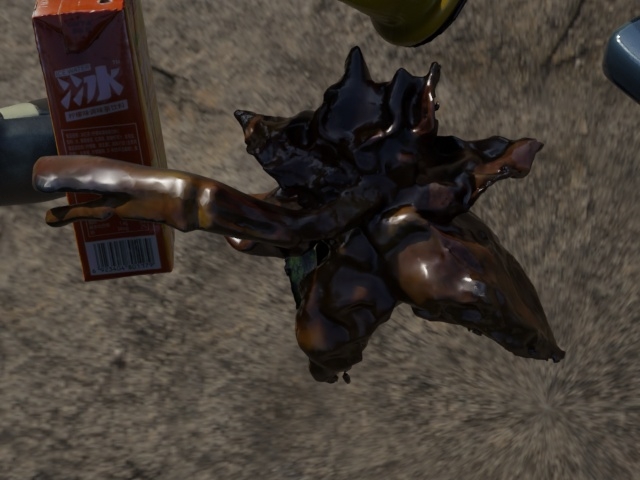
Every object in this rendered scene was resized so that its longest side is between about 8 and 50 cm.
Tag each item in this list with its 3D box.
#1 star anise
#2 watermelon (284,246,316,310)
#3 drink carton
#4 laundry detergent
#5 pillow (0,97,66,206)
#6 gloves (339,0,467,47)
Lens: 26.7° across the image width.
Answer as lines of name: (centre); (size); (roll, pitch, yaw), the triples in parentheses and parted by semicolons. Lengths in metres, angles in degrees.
star anise: (-0.004, -0.007, 0.830); (0.346, 0.148, 0.237); (15, 122, -21)
watermelon: (0.010, 0.060, 1.576); (0.063, 0.245, 0.119); (-17, 61, 11)
drink carton: (-0.157, -0.087, 0.999); (0.071, 0.096, 0.223); (-6, 124, 0)
laundry detergent: (0.340, -0.118, 1.147); (0.096, 0.061, 0.206); (-24, 53, -28)
pillow: (-0.341, -0.113, 1.697); (0.250, 0.186, 0.106); (-15, 62, -24)
gloves: (-0.052, -0.209, 0.774); (0.294, 0.133, 0.116); (15, 110, -30)
